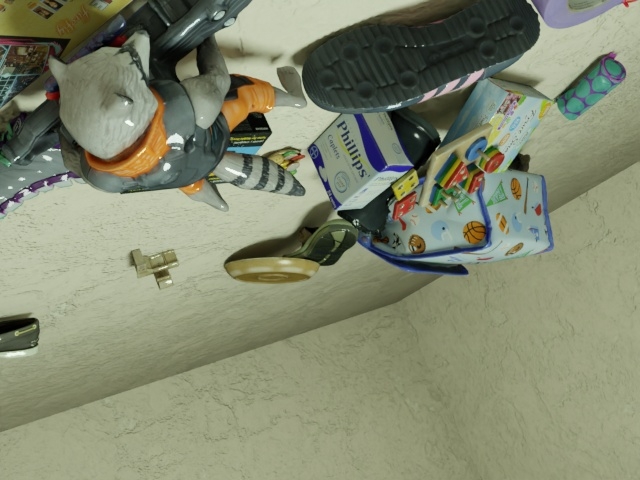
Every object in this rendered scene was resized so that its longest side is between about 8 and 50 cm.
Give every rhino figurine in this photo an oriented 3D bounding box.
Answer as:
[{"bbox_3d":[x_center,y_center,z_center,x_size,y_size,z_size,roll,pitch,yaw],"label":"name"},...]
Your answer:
[{"bbox_3d":[0.458,-0.169,1.525,0.243,0.073,0.106,-29,161,22],"label":"rhino figurine"}]

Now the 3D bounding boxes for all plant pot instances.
[{"bbox_3d":[-0.118,0.079,1.379,0.236,0.032,0.236,-2,167,0],"label":"plant pot"}]

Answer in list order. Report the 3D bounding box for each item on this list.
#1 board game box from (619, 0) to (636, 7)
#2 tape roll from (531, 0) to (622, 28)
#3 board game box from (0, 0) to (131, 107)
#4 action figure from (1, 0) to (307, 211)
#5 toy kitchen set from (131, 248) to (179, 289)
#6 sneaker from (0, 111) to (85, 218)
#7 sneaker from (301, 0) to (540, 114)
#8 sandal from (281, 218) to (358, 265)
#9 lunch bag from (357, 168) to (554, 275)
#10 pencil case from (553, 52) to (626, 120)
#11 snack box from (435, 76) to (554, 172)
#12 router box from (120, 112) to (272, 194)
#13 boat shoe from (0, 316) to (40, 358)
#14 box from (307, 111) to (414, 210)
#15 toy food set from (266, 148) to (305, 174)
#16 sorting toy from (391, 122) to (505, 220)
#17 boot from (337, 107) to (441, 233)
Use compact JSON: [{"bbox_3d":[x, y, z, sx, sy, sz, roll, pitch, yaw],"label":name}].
[{"bbox_3d":[0.484,-0.394,0.874,0.169,0.033,0.133,-22,165,-9],"label":"board game box"},{"bbox_3d":[0.346,-0.359,0.688,0.189,0.080,0.189,-23,164,-7],"label":"tape roll"},{"bbox_3d":[-0.277,-0.174,0.420,0.243,0.042,0.165,-29,164,17],"label":"board game box"},{"bbox_3d":[-0.102,-0.132,0.536,0.341,0.178,0.330,-37,172,20],"label":"action figure"},{"bbox_3d":[-0.313,0.052,1.080,0.083,0.068,0.075,-19,164,-23],"label":"toy kitchen set"},{"bbox_3d":[-0.334,-0.090,0.595,0.224,0.083,0.098,-27,148,-17],"label":"sneaker"},{"bbox_3d":[0.125,-0.227,0.747,0.319,0.112,0.131,-15,178,-9],"label":"sneaker"},{"bbox_3d":[0.002,0.000,1.336,0.120,0.086,0.303,6,158,-26],"label":"sandal"},{"bbox_3d":[0.322,-0.035,1.393,0.328,0.239,0.385,4,169,-45],"label":"lunch bag"},{"bbox_3d":[0.573,-0.324,1.190,0.064,0.070,0.151,16,156,-11],"label":"pencil case"},{"bbox_3d":[0.337,-0.217,1.076,0.207,0.070,0.174,-11,138,-46],"label":"snack box"},{"bbox_3d":[-0.172,-0.121,0.753,0.179,0.046,0.133,-12,161,-40],"label":"router box"},{"bbox_3d":[-0.640,0.183,1.032,0.081,0.068,0.228,15,-172,38],"label":"boat shoe"},{"bbox_3d":[0.062,-0.136,0.914,0.072,0.126,0.137,-8,157,-43],"label":"box"},{"bbox_3d":[-0.067,-0.128,0.944,0.082,0.020,0.083,-19,164,-21],"label":"toy food set"},{"bbox_3d":[0.236,-0.115,0.964,0.274,0.046,0.132,-29,151,-21],"label":"sorting toy"},{"bbox_3d":[0.116,-0.112,1.001,0.207,0.094,0.246,-53,169,-1],"label":"boot"}]
